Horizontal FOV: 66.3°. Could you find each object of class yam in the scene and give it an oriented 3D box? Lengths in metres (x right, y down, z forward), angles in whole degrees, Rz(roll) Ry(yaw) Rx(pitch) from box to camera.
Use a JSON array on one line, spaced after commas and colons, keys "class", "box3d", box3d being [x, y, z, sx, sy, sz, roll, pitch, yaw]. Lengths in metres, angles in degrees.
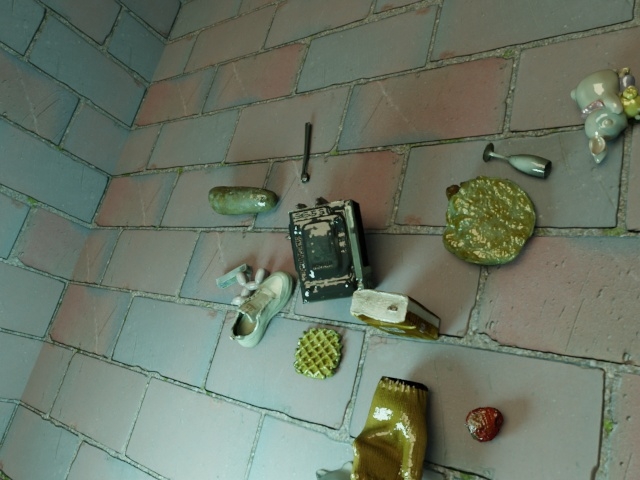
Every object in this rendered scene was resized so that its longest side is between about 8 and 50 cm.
[{"class": "yam", "box3d": [-0.321, -0.170, 2.069, 0.330, 0.133, 0.133, 1, 69, 32]}]

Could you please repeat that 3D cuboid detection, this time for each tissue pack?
[{"class": "tissue pack", "box3d": [0.214, 0.211, 1.393, 0.183, 0.226, 0.092, 0, 69, 37]}]

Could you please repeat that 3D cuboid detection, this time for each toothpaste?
[{"class": "toothpaste", "box3d": [-0.348, 0.145, 1.974, 0.164, 0.046, 0.034, -29, 55, 23]}]

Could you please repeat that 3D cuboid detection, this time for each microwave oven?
[{"class": "microwave oven", "box3d": [0.033, 0.038, 1.550, 0.237, 0.181, 0.295, -10, 87, 13]}]

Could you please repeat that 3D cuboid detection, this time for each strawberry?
[{"class": "strawberry", "box3d": [0.409, 0.455, 1.225, 0.096, 0.083, 0.083, -32, 52, 18]}]

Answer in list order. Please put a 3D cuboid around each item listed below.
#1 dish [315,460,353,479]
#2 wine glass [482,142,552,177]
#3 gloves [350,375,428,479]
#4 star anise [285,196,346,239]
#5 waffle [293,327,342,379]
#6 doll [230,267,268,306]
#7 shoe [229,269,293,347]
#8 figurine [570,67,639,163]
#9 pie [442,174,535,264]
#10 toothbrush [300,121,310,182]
[{"class": "dish", "box3d": [0.025, 0.748, 1.359, 0.227, 0.086, 0.237, -23, 55, 27]}, {"class": "wine glass", "box3d": [0.584, -0.239, 1.454, 0.198, 0.066, 0.066, 29, 86, 43]}, {"class": "gloves", "box3d": [0.193, 0.535, 1.294, 0.203, 0.155, 0.357, 4, 55, 31]}, {"class": "star anise", "box3d": [0.000, 0.000, 1.738, 0.359, 0.139, 0.316, -50, 52, 24]}, {"class": "waffle", "box3d": [-0.010, 0.369, 1.613, 0.183, 0.036, 0.169, -1, 65, 35]}, {"class": "doll", "box3d": [-0.272, 0.191, 1.878, 0.160, 0.059, 0.160, -11, 69, 16]}, {"class": "shoe", "box3d": [-0.225, 0.239, 1.745, 0.124, 0.159, 0.316, 30, 92, 24]}, {"class": "figurine", "box3d": [0.781, -0.336, 1.321, 0.155, 0.127, 0.236, -10, 67, 22]}, {"class": "pie", "box3d": [0.482, -0.061, 1.415, 0.257, 0.105, 0.275, 0, 68, 27]}, {"class": "toothbrush", "box3d": [-0.057, -0.368, 2.025, 0.030, 0.030, 0.298, -9, 63, 24]}]
